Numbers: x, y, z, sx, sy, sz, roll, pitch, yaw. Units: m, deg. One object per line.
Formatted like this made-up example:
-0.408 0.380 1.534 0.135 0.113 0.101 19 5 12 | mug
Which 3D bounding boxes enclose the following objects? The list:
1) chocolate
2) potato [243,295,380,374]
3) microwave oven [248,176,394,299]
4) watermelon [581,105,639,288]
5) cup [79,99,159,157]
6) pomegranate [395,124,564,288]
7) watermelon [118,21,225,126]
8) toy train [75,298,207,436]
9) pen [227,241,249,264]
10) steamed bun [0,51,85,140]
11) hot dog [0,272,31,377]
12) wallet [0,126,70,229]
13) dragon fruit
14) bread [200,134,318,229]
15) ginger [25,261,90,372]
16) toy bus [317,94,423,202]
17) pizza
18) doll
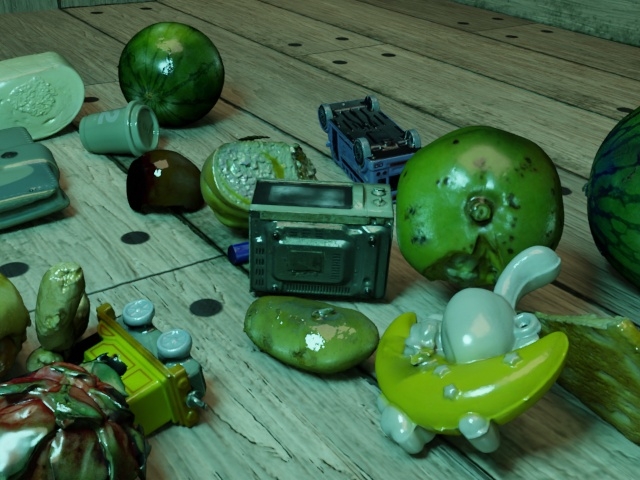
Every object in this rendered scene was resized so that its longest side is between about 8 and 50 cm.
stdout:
-0.272 -0.100 1.331 0.133 0.127 0.124 -7 58 -43 | chocolate
-0.018 0.116 0.951 0.188 0.085 0.105 14 28 29 | potato
0.000 0.000 1.082 0.204 0.163 0.129 2 27 1 | microwave oven
0.572 -0.062 1.075 0.363 0.363 0.363 2 28 -1 | watermelon
-0.420 -0.228 1.535 0.141 0.120 0.120 -3 26 16 | cup
0.225 -0.032 1.038 0.235 0.236 0.302 12 -8 17 | pomegranate
-0.340 -0.380 1.688 0.242 0.242 0.242 2 28 -1 | watermelon
-0.219 0.152 0.865 0.127 0.089 0.219 -31 43 -31 | toy train
-0.024 -0.002 1.223 0.269 0.033 0.033 -12 31 -26 | pen
-0.651 -0.314 1.620 0.250 0.155 0.200 -22 33 -27 | steamed bun
-0.442 0.099 0.871 0.256 0.153 0.150 20 36 42 | hot dog
-0.605 -0.111 1.330 0.252 0.083 0.360 -18 34 -24 | wallet
-0.246 0.204 0.681 0.182 0.182 0.188 -2 10 -8 | dragon fruit
-0.096 -0.076 1.245 0.260 0.158 0.156 -4 -16 -36 | bread
-0.309 0.083 0.881 0.058 0.214 0.133 18 41 -7 | ginger
0.095 -0.188 1.475 0.125 0.133 0.292 -13 34 -16 | toy bus
0.318 0.148 0.865 0.034 0.181 0.262 -33 15 -13 | pizza
0.173 0.130 0.848 0.237 0.111 0.252 -25 28 27 | doll
